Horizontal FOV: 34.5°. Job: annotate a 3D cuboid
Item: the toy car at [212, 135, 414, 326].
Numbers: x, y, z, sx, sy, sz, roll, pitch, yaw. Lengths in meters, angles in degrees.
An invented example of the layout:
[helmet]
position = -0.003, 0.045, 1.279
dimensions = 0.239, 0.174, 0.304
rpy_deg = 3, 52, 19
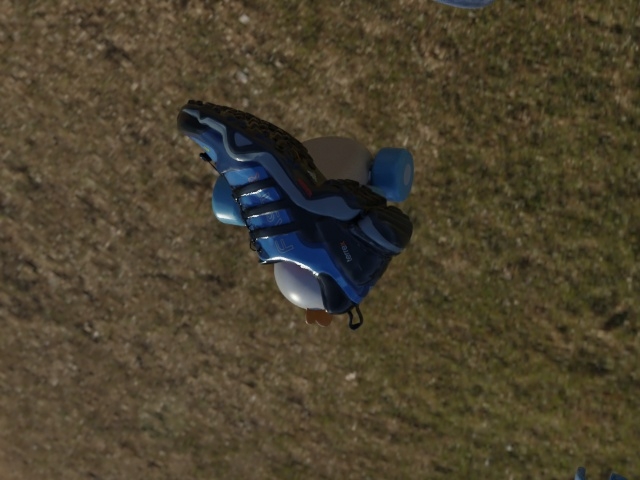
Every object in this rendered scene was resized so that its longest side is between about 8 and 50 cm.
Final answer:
[toy car]
position = 0.000, 0.000, 1.392
dimensions = 0.219, 0.210, 0.238
rpy_deg = 8, 123, 22

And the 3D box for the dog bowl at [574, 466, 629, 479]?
[dog bowl]
position = 0.252, 0.245, 0.745
dimensions = 0.166, 0.074, 0.297
rpy_deg = 34, -178, 29

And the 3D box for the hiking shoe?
[hiking shoe]
position = -0.054, -0.041, 1.093
dimensions = 0.304, 0.113, 0.132
rpy_deg = 36, 104, 24

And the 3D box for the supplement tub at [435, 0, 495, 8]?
[supplement tub]
position = 0.172, -0.441, 1.156
dimensions = 0.193, 0.194, 0.316
rpy_deg = 23, 121, 2
